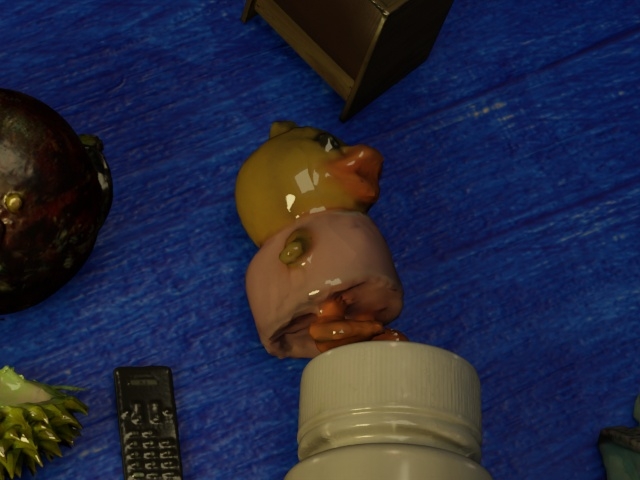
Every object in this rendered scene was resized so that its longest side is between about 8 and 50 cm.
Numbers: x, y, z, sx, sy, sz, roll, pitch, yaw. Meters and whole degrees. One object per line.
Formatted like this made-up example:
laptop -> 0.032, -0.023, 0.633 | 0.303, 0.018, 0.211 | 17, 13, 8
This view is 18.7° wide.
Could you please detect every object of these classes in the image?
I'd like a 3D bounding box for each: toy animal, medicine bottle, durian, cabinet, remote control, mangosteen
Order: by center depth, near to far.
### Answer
durian -> -0.395, 0.159, 1.830 | 0.352, 0.158, 0.169 | 6, 51, -5
medicine bottle -> 0.064, 0.282, 1.832 | 0.208, 0.208, 0.339 | 7, 62, -9
remote control -> -0.164, 0.237, 1.909 | 0.063, 0.025, 0.245 | -1, 64, -14
mangosteen -> -0.315, -0.047, 1.937 | 0.231, 0.231, 0.289 | 36, 21, 7
toy animal -> -0.004, -0.001, 1.995 | 0.169, 0.195, 0.281 | -17, 67, 24
cabinet -> 0.038, -0.276, 2.105 | 0.148, 0.215, 0.175 | -38, 76, -27

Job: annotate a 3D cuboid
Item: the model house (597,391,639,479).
model house -> 0.490, 0.238, 1.940 | 0.360, 0.297, 0.339 | -5, 34, -14
